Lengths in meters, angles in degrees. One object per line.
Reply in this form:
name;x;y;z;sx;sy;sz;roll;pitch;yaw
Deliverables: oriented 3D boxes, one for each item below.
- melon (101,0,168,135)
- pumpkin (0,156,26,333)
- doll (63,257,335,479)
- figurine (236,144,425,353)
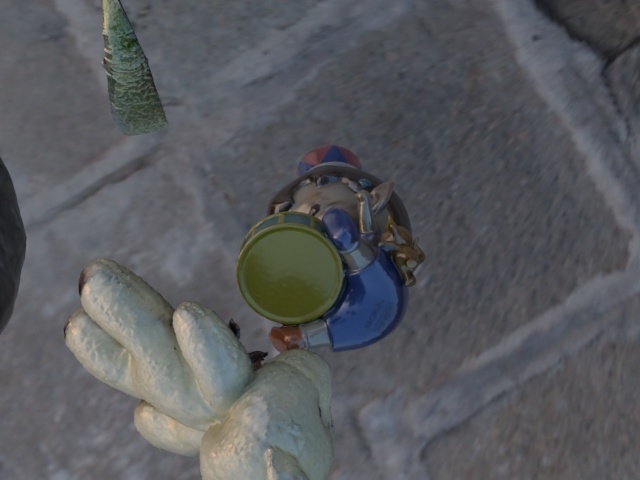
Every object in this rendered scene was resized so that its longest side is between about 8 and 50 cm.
melon;-0.191;-0.175;1.736;0.054;0.182;0.098;-16;74;-6
pumpkin;-0.530;0.001;1.809;0.454;0.344;0.454;1;58;-2
doll;-0.097;0.119;1.527;0.278;0.175;0.149;38;81;9
figurine;0.008;0.004;1.665;0.158;0.275;0.161;27;105;-6
